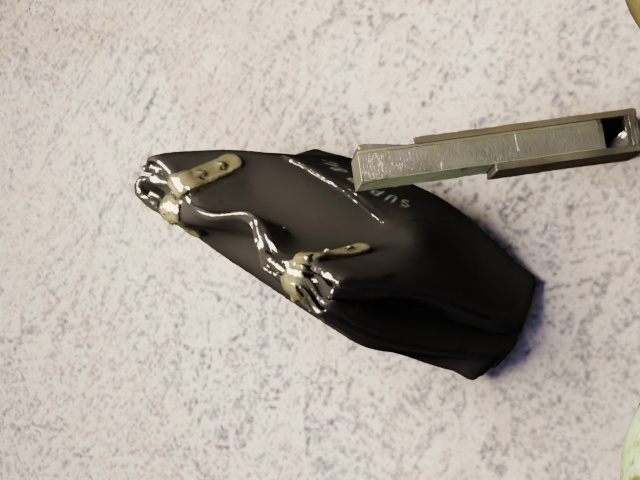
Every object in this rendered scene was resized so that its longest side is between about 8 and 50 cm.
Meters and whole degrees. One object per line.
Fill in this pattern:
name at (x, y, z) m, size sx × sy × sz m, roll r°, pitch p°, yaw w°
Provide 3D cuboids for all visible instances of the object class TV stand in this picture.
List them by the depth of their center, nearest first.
TV stand at (0.157, -0.079, 1.455) m, size 0.256 × 0.049 × 0.040 m, roll -8°, pitch 82°, yaw -7°

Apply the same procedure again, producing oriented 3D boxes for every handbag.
handbag at (0.000, 0.000, 1.505) m, size 0.342 × 0.288 × 0.152 m, roll 31°, pitch 104°, yaw 30°

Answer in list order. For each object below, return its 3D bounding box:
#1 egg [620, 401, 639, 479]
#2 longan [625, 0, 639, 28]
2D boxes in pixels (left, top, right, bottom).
egg at (0.343, 0.171, 1.348) m, size 0.169 × 0.169 × 0.231 m, roll 25°, pitch 93°, yaw 31°
longan at (0.354, -0.238, 1.342) m, size 0.212 × 0.198 × 0.198 m, roll -48°, pitch 65°, yaw 17°
